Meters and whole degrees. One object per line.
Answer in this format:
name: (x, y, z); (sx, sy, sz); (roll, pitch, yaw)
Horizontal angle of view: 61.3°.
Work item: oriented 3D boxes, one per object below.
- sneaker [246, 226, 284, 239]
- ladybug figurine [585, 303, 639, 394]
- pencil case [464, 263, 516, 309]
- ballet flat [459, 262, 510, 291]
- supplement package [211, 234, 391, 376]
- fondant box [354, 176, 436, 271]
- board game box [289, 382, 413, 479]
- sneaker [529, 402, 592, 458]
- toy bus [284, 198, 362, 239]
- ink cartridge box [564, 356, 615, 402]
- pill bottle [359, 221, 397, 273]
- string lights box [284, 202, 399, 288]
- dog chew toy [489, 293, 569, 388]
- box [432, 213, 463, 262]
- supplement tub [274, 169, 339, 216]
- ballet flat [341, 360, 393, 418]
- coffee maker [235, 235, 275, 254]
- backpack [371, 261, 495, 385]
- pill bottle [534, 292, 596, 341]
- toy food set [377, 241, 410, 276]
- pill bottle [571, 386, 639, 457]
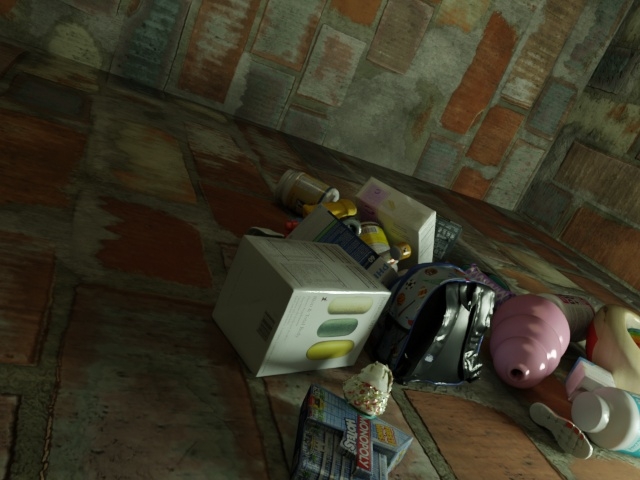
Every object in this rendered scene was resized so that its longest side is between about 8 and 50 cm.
sneaker: (-0.139, -0.008, 1.584); (0.152, 0.053, 0.061); (23, 16, -2)
ladybug figurine: (0.943, 0.356, 1.663); (0.305, 0.162, 0.449); (48, 31, 13)
pencil case: (0.599, 0.169, 1.928); (0.086, 0.088, 0.206); (4, 28, -39)
ballet flat: (0.631, 0.147, 2.053); (0.213, 0.072, 0.068); (33, 17, 26)
supplement package: (-0.040, 0.130, 1.108); (0.263, 0.199, 0.198); (6, 26, -42)
fondant box: (0.241, -0.028, 1.736); (0.238, 0.096, 0.330); (33, -21, 25)
board game box: (0.058, 0.341, 0.878); (0.194, 0.060, 0.194); (22, 19, -4)
sneaker: (0.559, 0.430, 1.237); (0.065, 0.061, 0.158); (16, 20, -40)
toy bus: (0.000, 0.000, 1.543); (0.211, 0.220, 0.149); (-5, 18, -14)
ink cartridge box: (0.732, 0.400, 1.466); (0.092, 0.090, 0.143); (28, 21, 13)
pill bottle: (0.157, 0.055, 1.607); (0.117, 0.117, 0.215); (12, 44, -30)
string lights box: (0.048, 0.041, 1.309); (0.260, 0.133, 0.077); (44, -2, 28)
dog chew toy: (0.543, 0.276, 1.434); (0.207, 0.206, 0.332); (30, 28, 17)
box: (0.394, -0.021, 2.045); (0.233, 0.183, 0.059); (28, 19, 13)
supplement tub: (-0.049, -0.159, 1.951); (0.200, 0.144, 0.144); (29, 20, 14)
ballet flat: (0.091, 0.261, 0.990); (0.091, 0.077, 0.241); (27, -2, 10)
coffee maker: (-0.102, 0.081, 1.336); (0.178, 0.120, 0.171); (39, -2, 35)
backpack: (0.260, 0.181, 1.229); (0.276, 0.263, 0.213); (9, 24, -35)
pill bottle: (0.772, 0.256, 1.786); (0.283, 0.160, 0.160); (8, 24, -38)
toy food set: (0.165, 0.120, 1.344); (0.104, 0.232, 0.111); (-19, 25, -29)
pill bottle: (0.737, 0.437, 1.291); (0.264, 0.146, 0.146); (18, 20, -16)
